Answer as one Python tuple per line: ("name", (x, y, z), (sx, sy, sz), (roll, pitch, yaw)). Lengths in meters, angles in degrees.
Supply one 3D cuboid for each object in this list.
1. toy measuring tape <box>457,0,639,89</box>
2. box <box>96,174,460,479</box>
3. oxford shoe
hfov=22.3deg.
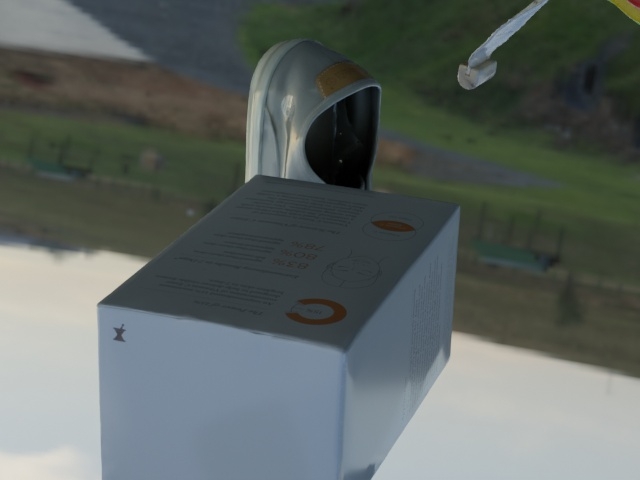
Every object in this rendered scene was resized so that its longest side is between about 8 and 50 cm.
("toy measuring tape", (0.248, -0.191, 1.319), (0.121, 0.121, 0.330), (8, 145, -36))
("box", (-0.025, 0.083, 1.431), (0.215, 0.168, 0.345), (9, -157, 18))
("oxford shoe", (0.000, 0.000, 1.809), (0.130, 0.449, 0.169), (17, -153, 36))
